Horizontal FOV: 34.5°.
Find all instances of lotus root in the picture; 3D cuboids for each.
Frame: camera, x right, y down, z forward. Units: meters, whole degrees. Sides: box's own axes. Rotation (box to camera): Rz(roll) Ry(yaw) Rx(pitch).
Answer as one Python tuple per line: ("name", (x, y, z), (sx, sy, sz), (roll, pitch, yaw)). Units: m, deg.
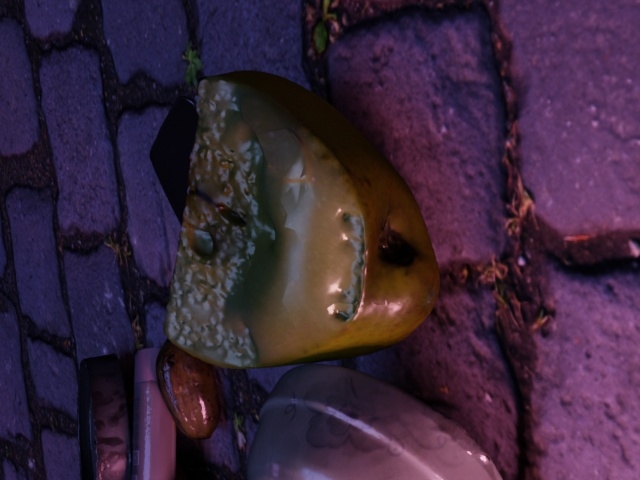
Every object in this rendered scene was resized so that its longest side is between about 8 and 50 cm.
("lotus root", (-0.211, 0.230, 1.632), (0.080, 0.089, 0.179), (-118, 13, -89))

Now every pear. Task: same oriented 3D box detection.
("pear", (0.000, 0.000, 1.190), (0.318, 0.238, 0.343), (25, 113, 33))

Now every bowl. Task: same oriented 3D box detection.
("bowl", (0.043, 0.295, 1.158), (0.307, 0.163, 0.307), (27, 149, 17))

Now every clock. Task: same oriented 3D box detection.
("clock", (-0.386, 0.355, 1.826), (0.312, 0.061, 0.313), (178, 90, -71))

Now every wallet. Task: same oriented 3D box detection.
("wallet", (-0.135, -0.022, 1.489), (0.378, 0.051, 0.197), (61, 141, 17))

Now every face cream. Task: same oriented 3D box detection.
("face cream", (-0.273, 0.311, 1.688), (0.107, 0.073, 0.269), (150, 120, -66))

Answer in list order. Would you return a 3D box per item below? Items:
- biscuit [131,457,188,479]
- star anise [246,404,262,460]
("biscuit", (-0.281, 0.549, 1.788), (0.287, 0.057, 0.344), (-40, 53, 48))
("star anise", (-0.041, 0.301, 1.456), (0.182, 0.065, 0.195), (39, 133, 45))
